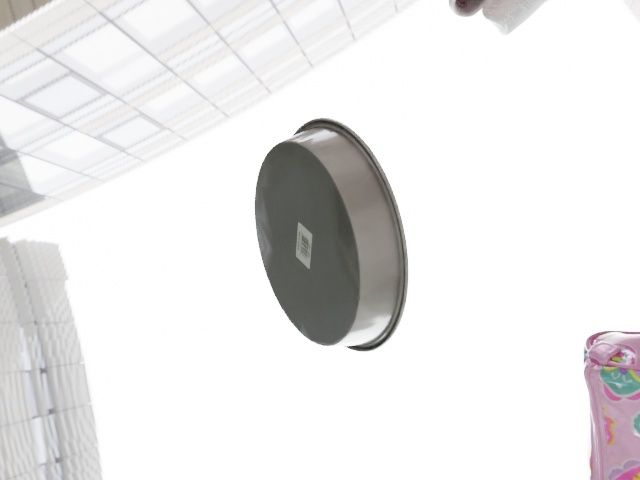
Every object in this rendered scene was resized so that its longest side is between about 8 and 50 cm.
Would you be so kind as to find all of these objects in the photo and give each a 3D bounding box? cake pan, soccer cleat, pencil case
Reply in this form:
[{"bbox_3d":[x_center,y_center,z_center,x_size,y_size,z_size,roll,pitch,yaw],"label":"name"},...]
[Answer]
[{"bbox_3d":[0.000,0.000,0.977,0.054,0.293,0.293,-14,-99,-29],"label":"cake pan"},{"bbox_3d":[0.181,-0.356,0.971,0.116,0.331,0.143,27,-68,-30],"label":"soccer cleat"},{"bbox_3d":[0.297,0.226,0.732,0.124,0.124,0.284,-1,-79,10],"label":"pencil case"}]
